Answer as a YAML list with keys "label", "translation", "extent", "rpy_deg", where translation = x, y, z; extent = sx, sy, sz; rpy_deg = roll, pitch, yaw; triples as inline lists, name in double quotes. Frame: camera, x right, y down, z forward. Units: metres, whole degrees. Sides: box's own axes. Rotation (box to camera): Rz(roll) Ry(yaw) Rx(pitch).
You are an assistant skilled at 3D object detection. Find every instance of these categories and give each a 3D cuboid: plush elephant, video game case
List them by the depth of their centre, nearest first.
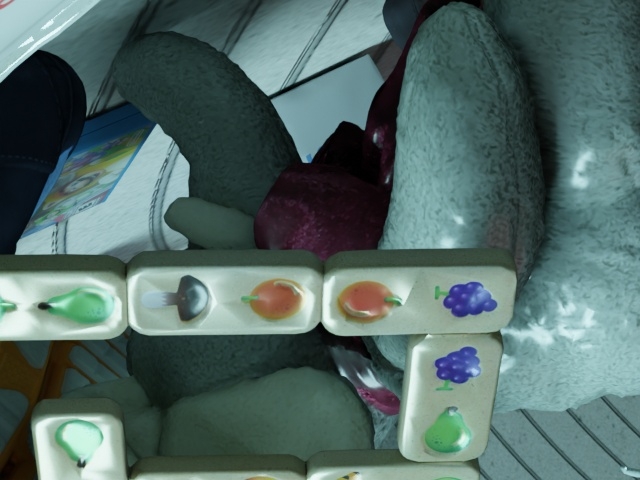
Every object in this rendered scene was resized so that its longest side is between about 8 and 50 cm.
- label: "plush elephant"
  translation: [0.025, -0.005, 0.692]
  extent: [0.255, 0.330, 0.272]
  rpy_deg: [-10, -177, 17]
- label: "video game case"
  translation: [-0.163, -0.011, 0.825]
  extent: [0.166, 0.015, 0.119]
  rpy_deg: [-26, 172, -26]

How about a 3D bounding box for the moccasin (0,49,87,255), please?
- label: "moccasin"
  translation: [-0.199, 0.051, 0.638]
  extent: [0.342, 0.137, 0.117]
  rpy_deg: [-32, 177, 32]

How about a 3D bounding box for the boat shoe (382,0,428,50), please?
- label: "boat shoe"
  translation: [0.125, -0.085, 0.952]
  extent: [0.092, 0.102, 0.285]
  rpy_deg: [-12, 159, 25]

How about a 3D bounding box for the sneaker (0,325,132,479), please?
- label: "sneaker"
  translation: [-0.126, 0.079, 0.722]
  extent: [0.083, 0.084, 0.215]
  rpy_deg: [-47, -176, 26]

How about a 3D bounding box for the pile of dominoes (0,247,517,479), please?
- label: "pile of dominoes"
  translation: [-0.068, 0.089, 0.562]
  extent: [0.251, 0.040, 0.196]
  rpy_deg: [-1, 131, -4]

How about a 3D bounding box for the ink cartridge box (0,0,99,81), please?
- label: "ink cartridge box"
  translation: [-0.120, -0.068, 0.270]
  extent: [0.158, 0.092, 0.218]
  rpy_deg: [-33, 170, 30]

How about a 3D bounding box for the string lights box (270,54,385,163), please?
- label: "string lights box"
  translation: [0.000, 0.000, 1.068]
  extent: [0.077, 0.133, 0.259]
  rpy_deg: [-27, 173, -17]
